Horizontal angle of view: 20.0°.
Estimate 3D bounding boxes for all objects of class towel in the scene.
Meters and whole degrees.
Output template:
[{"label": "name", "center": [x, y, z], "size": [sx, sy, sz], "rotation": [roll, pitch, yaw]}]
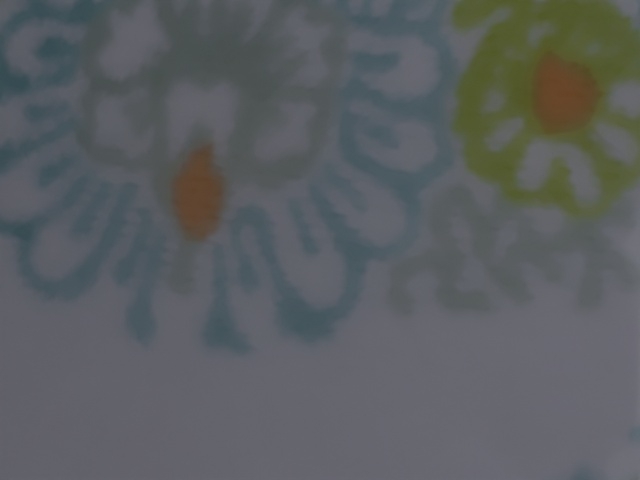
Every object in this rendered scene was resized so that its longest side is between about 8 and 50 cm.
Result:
[{"label": "towel", "center": [-0.042, -0.009, 0.419], "size": [0.320, 0.090, 0.375], "rotation": [4, 83, 17]}]
